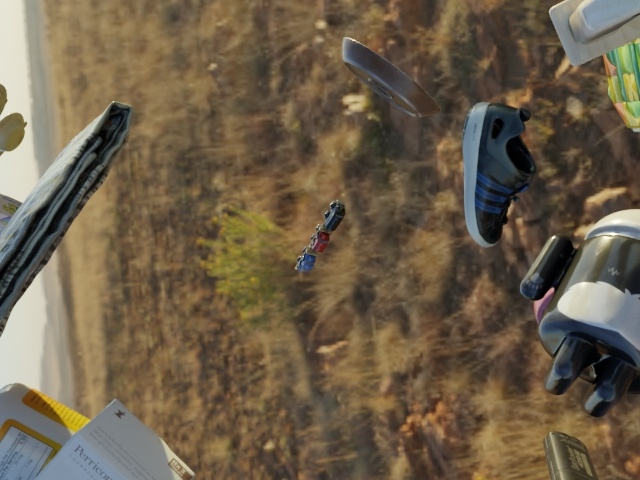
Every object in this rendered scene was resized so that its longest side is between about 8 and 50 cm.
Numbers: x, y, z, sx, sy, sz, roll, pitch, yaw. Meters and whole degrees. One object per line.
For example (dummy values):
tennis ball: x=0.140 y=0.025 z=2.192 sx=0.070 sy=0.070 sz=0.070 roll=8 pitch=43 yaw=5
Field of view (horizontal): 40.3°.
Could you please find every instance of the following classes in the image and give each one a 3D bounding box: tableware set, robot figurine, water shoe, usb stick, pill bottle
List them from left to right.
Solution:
tableware set: x=-0.370 y=-0.095 z=0.929 sx=0.141 sy=0.020 sz=0.168 roll=-54 pitch=-8 yaw=-14
pill bottle: x=-0.336 y=0.250 z=1.011 sx=0.136 sy=0.246 sz=0.136 roll=-59 pitch=5 yaw=8
water shoe: x=0.218 y=-0.069 z=1.050 sx=0.073 sy=0.080 sz=0.203 roll=-57 pitch=-35 yaw=-41
usb stick: x=0.371 y=0.344 z=1.283 sx=0.278 sy=0.077 sz=0.045 roll=-26 pitch=-41 yaw=-78
robot figurine: x=0.394 y=0.090 z=1.147 sx=0.174 sy=0.209 sz=0.278 roll=-7 pitch=45 yaw=59

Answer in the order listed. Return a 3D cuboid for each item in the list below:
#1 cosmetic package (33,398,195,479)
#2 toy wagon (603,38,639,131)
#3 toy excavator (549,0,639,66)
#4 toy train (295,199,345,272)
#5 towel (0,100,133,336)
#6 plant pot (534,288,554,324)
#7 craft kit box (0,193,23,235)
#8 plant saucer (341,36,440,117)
cosmetic package: x=-0.246 y=0.282 z=0.874 sx=0.231 sy=0.117 sz=0.085 roll=-49 pitch=-2 yaw=21
toy wagon: x=0.548 y=-0.359 z=1.511 sx=0.267 sy=0.068 sz=0.344 roll=-109 pitch=4 yaw=-81
toy excavator: x=0.370 y=-0.272 z=0.815 sx=0.445 sy=0.433 sz=0.222 roll=-20 pitch=96 yaw=39
toy train: x=0.000 y=0.000 z=1.423 sx=0.158 sy=0.027 sz=0.036 roll=-58 pitch=28 yaw=36
towel: x=-0.321 y=0.009 z=0.954 sx=0.312 sy=0.056 sz=0.324 roll=-59 pitch=19 yaw=-19
plant pot: x=0.651 y=0.209 z=2.191 sx=0.180 sy=0.202 sz=0.201 roll=-85 pitch=2 yaw=-57
craft kit box: x=-0.702 y=-0.017 z=1.723 sx=0.247 sy=0.250 sz=0.060 roll=39 pitch=-149 yaw=-64
plant saucer: x=0.092 y=-0.220 z=1.216 sx=0.029 sy=0.168 sz=0.168 roll=-54 pitch=26 yaw=5
